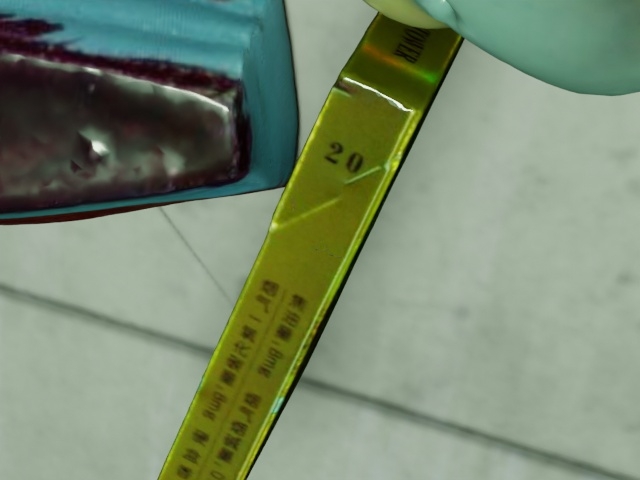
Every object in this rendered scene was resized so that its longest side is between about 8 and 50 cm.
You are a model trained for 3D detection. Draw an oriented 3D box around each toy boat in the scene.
[{"bbox_3d":[-0.204,-0.060,0.703,0.392,0.079,0.136,3,119,13],"label":"toy boat"}]

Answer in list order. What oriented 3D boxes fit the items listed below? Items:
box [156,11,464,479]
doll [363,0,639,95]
[{"bbox_3d":[0.000,0.000,0.635,0.030,0.121,0.193,26,125,2],"label":"box"},{"bbox_3d":[0.000,-0.148,0.524,0.261,0.161,0.177,20,126,3],"label":"doll"}]
